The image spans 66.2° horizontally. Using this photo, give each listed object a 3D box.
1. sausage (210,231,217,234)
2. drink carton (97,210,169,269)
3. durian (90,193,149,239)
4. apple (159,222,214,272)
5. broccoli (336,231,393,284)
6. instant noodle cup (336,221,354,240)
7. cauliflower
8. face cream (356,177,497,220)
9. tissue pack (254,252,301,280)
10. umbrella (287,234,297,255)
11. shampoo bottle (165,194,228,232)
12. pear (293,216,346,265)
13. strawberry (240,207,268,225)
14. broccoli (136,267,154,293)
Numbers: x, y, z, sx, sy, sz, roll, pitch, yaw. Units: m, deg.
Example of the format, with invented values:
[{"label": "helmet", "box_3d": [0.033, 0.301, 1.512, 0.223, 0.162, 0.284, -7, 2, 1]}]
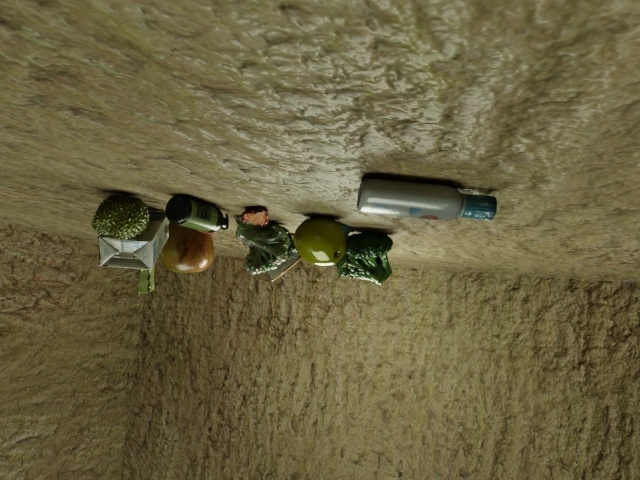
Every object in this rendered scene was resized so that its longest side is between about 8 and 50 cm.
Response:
[{"label": "sausage", "box_3d": [-0.499, -0.062, 2.146, 0.062, 0.062, 0.154, 3, 172, 18]}, {"label": "drink carton", "box_3d": [-0.720, -0.010, 1.919, 0.194, 0.132, 0.325, 7, -157, -8]}, {"label": "durian", "box_3d": [-0.701, -0.081, 1.720, 0.198, 0.159, 0.146, -6, -145, -21]}, {"label": "apple", "box_3d": [-0.623, 0.022, 2.288, 0.264, 0.265, 0.264, 5, 173, 1]}, {"label": "broccoli", "box_3d": [0.190, 0.072, 2.044, 0.242, 0.269, 0.261, 48, 172, 4]}, {"label": "instant noodle cup", "box_3d": [0.027, -0.030, 1.983, 0.179, 0.070, 0.157, 2, 170, 35]}, {"label": "cauliflower", "box_3d": [-0.261, -0.004, 2.026, 0.315, 0.239, 0.256, 33, -162, -35]}, {"label": "face cream", "box_3d": [0.262, -0.096, 1.218, 0.336, 0.080, 0.163, 6, 172, -1]}, {"label": "tissue pack", "box_3d": [-0.272, 0.076, 2.606, 0.238, 0.239, 0.305, 8, 173, -18]}, {"label": "umbrella", "box_3d": [-0.079, 0.035, 2.426, 0.348, 0.143, 0.094, 1, 132, -35]}, {"label": "shampoo bottle", "box_3d": [-0.419, -0.084, 1.749, 0.101, 0.101, 0.283, 2, 172, 27]}, {"label": "pear", "box_3d": [0.001, -0.001, 1.809, 0.198, 0.198, 0.198, 5, 173, 1]}, {"label": "strawberry", "box_3d": [-0.231, -0.093, 1.772, 0.103, 0.048, 0.152, 17, 154, -28]}, {"label": "broccoli", "box_3d": [-0.845, 0.073, 2.408, 0.221, 0.362, 0.252, 1, -147, -23]}]
